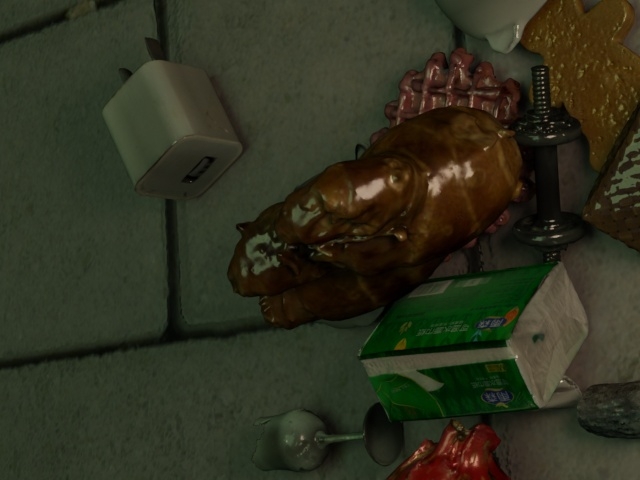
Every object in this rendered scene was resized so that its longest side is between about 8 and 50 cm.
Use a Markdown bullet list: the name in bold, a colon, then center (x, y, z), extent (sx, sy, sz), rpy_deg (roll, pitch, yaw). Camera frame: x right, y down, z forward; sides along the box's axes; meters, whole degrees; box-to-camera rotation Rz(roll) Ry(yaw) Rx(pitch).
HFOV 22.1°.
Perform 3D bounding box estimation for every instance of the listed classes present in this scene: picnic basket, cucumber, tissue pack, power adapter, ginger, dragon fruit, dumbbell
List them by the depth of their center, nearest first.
- **picnic basket**: center (0.353, -0.078, 1.698), extent (0.110, 0.055, 0.193), rpy_deg (32, 110, 15)
- **cucumber**: center (0.326, 0.178, 1.723), extent (0.112, 0.064, 0.064), rpy_deg (-10, 80, 43)
- **ginger**: center (0.047, -0.009, 1.772), extent (0.152, 0.274, 0.357), rpy_deg (58, 144, 8)
- **dumbbell**: center (0.245, -0.065, 1.772), extent (0.082, 0.082, 0.253), rpy_deg (11, 116, 42)
- **dragon fruit**: center (0.137, 0.322, 1.789), extent (0.205, 0.210, 0.268), rpy_deg (9, 96, 1)
- **tissue pack**: center (0.180, 0.133, 1.804), extent (0.209, 0.148, 0.156), rpy_deg (-9, 117, 40)
- **power adapter**: center (-0.211, -0.174, 2.182), extent (0.130, 0.125, 0.204), rpy_deg (-43, 59, 32)

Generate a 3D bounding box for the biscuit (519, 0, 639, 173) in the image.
- **biscuit**: center (0.297, -0.191, 1.793), extent (0.158, 0.035, 0.240), rpy_deg (-47, 58, 26)

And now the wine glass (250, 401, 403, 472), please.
- **wine glass**: center (0.003, 0.241, 1.989), extent (0.196, 0.079, 0.079), rpy_deg (-11, 79, 39)

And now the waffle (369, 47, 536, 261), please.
- **waffle**: center (0.152, -0.105, 1.900), extent (0.221, 0.055, 0.234), rpy_deg (-43, 60, 32)

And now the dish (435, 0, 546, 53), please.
- **dish**: center (0.189, -0.344, 1.839), extent (0.228, 0.086, 0.236), rpy_deg (-45, 47, 32)

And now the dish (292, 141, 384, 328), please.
- **dish**: center (0.000, 0.000, 1.982), extent (0.224, 0.078, 0.246), rpy_deg (50, 129, 39)
